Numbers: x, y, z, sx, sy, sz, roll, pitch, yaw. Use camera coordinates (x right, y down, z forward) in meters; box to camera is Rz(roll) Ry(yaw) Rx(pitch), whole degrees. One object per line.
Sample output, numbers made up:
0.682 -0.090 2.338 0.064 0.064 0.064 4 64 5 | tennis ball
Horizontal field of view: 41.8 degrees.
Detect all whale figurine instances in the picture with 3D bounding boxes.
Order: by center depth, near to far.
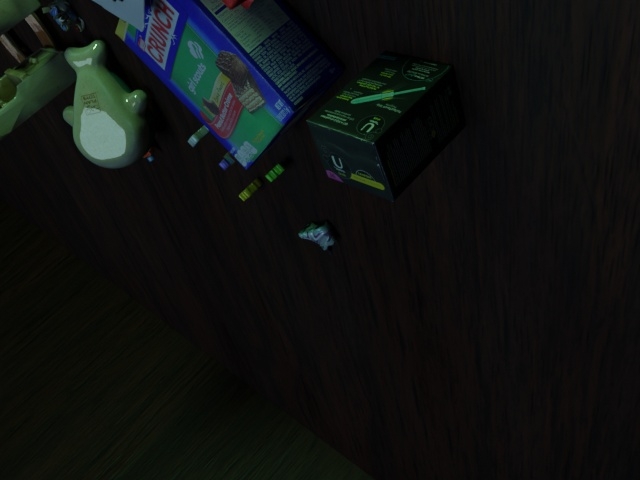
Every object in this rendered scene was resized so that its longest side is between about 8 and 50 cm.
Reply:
-0.455 -0.296 1.814 0.216 0.141 0.272 -10 107 23 | whale figurine

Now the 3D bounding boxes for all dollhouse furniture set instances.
-0.745 -0.436 1.765 0.362 0.256 0.394 23 152 51 | dollhouse furniture set

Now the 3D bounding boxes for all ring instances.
-0.715 -0.506 2.003 0.336 0.032 0.337 36 156 19 | ring

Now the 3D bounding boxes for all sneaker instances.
0.000 0.000 1.638 0.069 0.038 0.098 53 156 -16 | sneaker

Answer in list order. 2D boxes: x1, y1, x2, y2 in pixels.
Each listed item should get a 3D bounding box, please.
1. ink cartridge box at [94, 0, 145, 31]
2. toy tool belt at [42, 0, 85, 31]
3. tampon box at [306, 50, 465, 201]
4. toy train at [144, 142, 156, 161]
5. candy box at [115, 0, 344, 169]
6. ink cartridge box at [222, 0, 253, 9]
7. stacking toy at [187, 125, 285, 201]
-0.340 -0.471 1.135 0.207 0.119 0.354 36 135 41 | ink cartridge box
-0.538 -0.462 1.750 0.083 0.051 0.052 52 156 -17 | toy tool belt
0.087 -0.150 1.084 0.120 0.161 0.101 25 150 40 | tampon box
-0.447 -0.257 1.958 0.166 0.046 0.125 52 150 -17 | toy train
-0.151 -0.296 1.289 0.317 0.122 0.268 48 156 -3 | candy box
-0.109 -0.391 1.050 0.134 0.078 0.231 46 142 -3 | ink cartridge box
-0.157 -0.172 1.607 0.167 0.052 0.221 47 155 -8 | stacking toy
